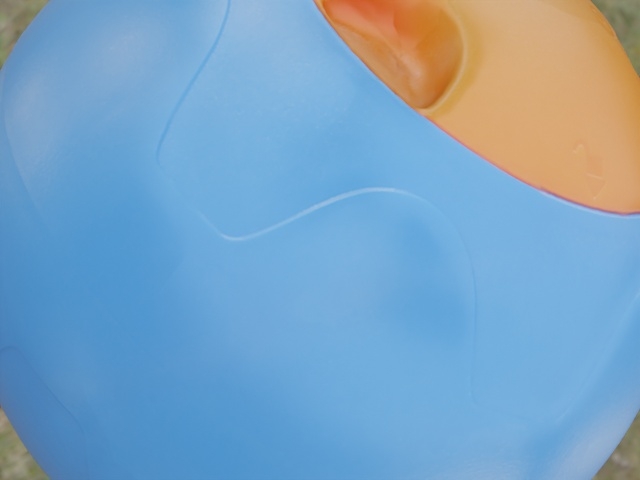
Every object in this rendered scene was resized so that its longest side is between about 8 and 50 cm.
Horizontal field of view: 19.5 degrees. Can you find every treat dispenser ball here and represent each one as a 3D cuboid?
[{"bbox_3d":[0.000,0.000,0.753,0.288,0.288,0.288,16,62,-32],"label":"treat dispenser ball"}]
